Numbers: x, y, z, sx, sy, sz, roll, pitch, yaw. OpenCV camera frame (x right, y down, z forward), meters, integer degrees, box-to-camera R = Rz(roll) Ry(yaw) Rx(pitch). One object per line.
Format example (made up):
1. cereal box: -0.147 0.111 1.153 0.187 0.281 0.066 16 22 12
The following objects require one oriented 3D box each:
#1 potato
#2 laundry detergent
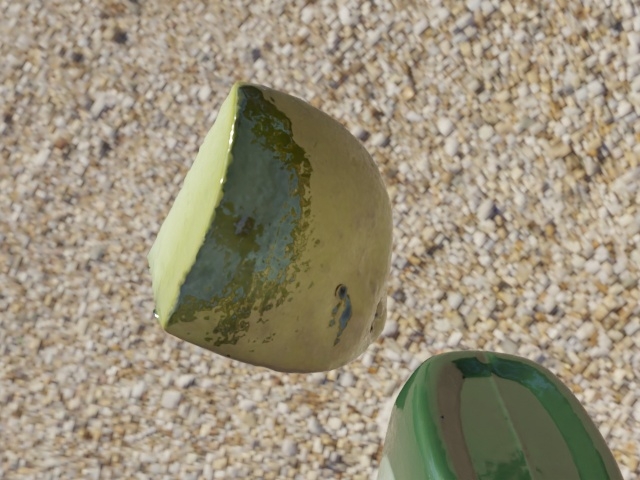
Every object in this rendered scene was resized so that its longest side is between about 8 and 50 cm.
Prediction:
1. potato: 0.000 0.000 0.625 0.120 0.149 0.081 -61 33 32
2. laundry detergent: 0.040 0.151 0.390 0.137 0.063 0.210 -108 26 -57
